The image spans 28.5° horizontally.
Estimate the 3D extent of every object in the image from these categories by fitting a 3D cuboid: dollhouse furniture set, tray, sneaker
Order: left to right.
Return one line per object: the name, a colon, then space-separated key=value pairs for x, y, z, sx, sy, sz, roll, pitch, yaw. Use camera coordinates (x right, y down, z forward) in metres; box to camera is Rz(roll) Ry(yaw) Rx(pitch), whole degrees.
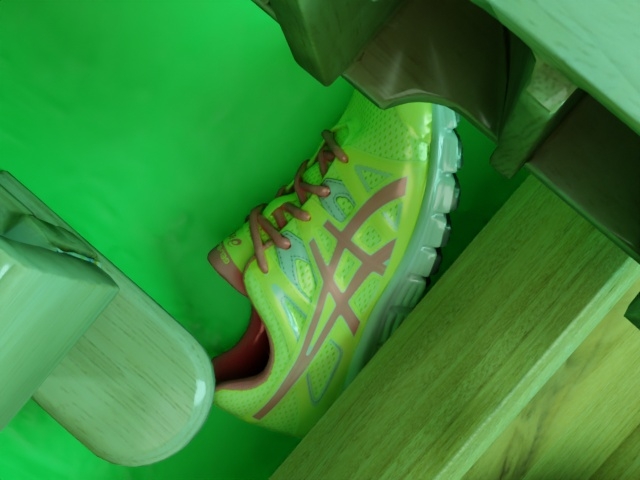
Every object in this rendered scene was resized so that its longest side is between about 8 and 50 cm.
dollhouse furniture set: x=-0.066 y=0.046 z=0.376 sx=0.256 sy=0.362 sz=0.394 roll=40 pitch=89 yaw=6
sneaker: x=0.000 y=0.000 z=0.561 sx=0.094 sy=0.081 sz=0.209 roll=11 pitch=106 yaw=-12
tray: x=0.114 y=0.080 z=0.575 sx=0.411 sy=0.076 sz=0.203 roll=-49 pitch=136 yaw=8
